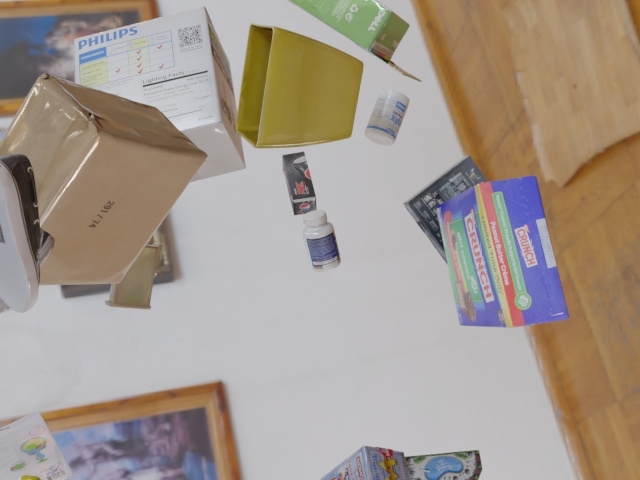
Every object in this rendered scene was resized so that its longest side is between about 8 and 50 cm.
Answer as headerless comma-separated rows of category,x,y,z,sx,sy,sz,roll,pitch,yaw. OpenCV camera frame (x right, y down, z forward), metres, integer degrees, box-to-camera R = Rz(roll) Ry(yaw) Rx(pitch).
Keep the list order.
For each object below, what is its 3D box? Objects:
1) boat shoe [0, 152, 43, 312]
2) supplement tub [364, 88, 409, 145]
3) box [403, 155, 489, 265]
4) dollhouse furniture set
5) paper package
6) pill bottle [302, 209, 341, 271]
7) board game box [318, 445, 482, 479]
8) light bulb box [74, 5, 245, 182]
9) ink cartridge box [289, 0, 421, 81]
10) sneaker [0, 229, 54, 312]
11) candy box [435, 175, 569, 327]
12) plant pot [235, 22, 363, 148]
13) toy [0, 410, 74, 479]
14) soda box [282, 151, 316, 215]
boat shoe,-0.251,-0.005,0.658,0.040,0.049,0.142,-41,-38,-50
supplement tub,0.144,-0.265,1.710,0.071,0.071,0.107,168,123,-77
box,0.329,-0.047,1.795,0.232,0.183,0.059,53,173,-5
dollhouse furniture set,-0.525,0.077,2.053,0.242,0.212,0.161,11,92,55
paper package,-0.410,-0.091,1.379,0.168,0.309,0.325,45,107,23
pill bottle,0.000,0.000,1.658,0.067,0.067,0.120,-127,22,-65
board game box,0.077,0.282,0.871,0.194,0.194,0.060,109,156,-55
light bulb box,-0.402,-0.340,1.974,0.225,0.358,0.361,69,-170,-63
ink cartridge box,0.054,-0.296,1.056,0.062,0.209,0.109,-57,-13,14
sneaker,-0.493,0.037,1.032,0.124,0.180,0.321,-42,11,31
candy box,0.341,0.032,1.542,0.317,0.122,0.268,141,117,-81
plant pot,-0.037,-0.282,1.484,0.212,0.187,0.212,-135,53,-66
toy,-0.513,0.386,1.346,0.237,0.137,0.056,22,127,56
soda box,-0.051,-0.139,1.901,0.053,0.060,0.169,87,171,-47
